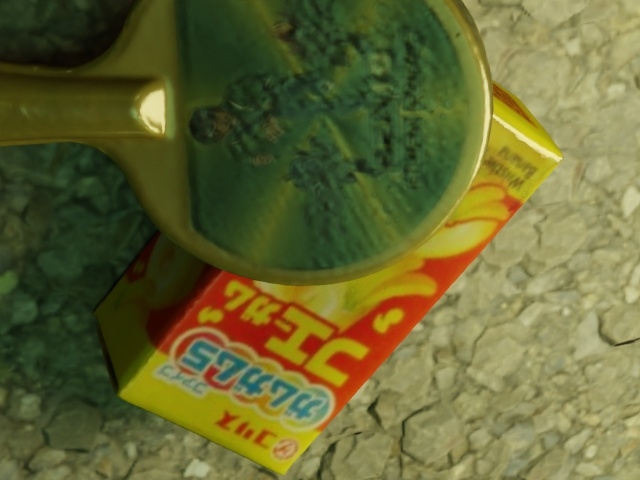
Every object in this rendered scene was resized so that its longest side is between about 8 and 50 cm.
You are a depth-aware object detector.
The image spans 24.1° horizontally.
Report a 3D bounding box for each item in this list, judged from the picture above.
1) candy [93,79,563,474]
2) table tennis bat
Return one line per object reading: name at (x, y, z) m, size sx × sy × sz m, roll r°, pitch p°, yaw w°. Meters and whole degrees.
candy at (0.000, 0.000, 0.913) m, size 0.146 × 0.088 × 0.276 m, roll 32°, pitch 107°, yaw -33°
table tennis bat at (-0.067, -0.073, 0.811) m, size 0.320 × 0.050 × 0.198 m, roll 1°, pitch 106°, yaw 1°
